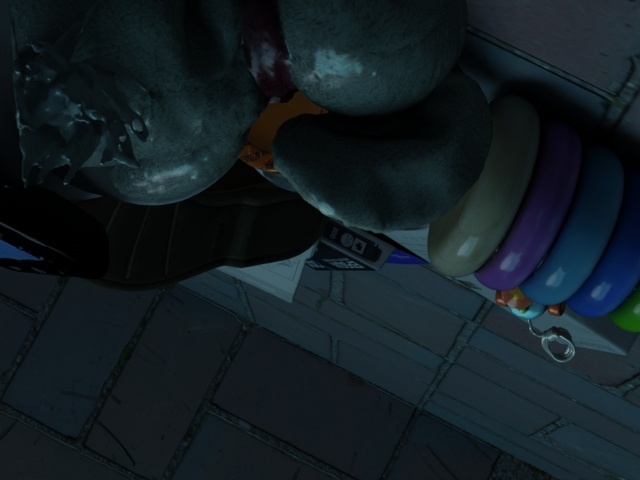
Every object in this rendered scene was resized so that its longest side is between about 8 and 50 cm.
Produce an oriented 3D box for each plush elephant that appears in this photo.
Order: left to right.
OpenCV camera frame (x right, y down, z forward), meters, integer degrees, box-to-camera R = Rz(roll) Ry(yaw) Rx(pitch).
[{"bbox_3d":[-0.038,-0.137,0.817,0.255,0.272,0.330,-6,-148,-9],"label":"plush elephant"}]

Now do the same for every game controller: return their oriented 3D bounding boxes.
[{"bbox_3d":[-0.263,-0.019,1.124,0.166,0.067,0.319,38,166,-20],"label":"game controller"}]

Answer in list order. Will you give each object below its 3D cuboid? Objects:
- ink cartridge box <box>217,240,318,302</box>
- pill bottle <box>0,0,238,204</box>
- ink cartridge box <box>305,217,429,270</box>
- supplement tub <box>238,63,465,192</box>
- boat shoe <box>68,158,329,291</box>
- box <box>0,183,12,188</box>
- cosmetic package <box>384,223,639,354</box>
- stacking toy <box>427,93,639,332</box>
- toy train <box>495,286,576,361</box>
[{"bbox_3d":[-0.135,-0.062,1.648,0.296,0.066,0.261,24,156,2],"label":"ink cartridge box"},{"bbox_3d":[-0.234,-0.155,1.198,0.392,0.224,0.224,18,166,47],"label":"pill bottle"},{"bbox_3d":[0.000,0.000,1.826,0.208,0.045,0.206,26,171,-18],"label":"ink cartridge box"},{"bbox_3d":[0.019,-0.087,1.019,0.117,0.117,0.190,22,-169,29],"label":"supplement tub"},{"bbox_3d":[-0.137,-0.029,1.347,0.307,0.110,0.104,1,-147,-45],"label":"boat shoe"},{"bbox_3d":[-0.242,-0.071,1.812,0.233,0.059,0.183,-12,150,29],"label":"box"},{"bbox_3d":[0.178,0.013,1.345,0.231,0.085,0.117,33,169,-19],"label":"cosmetic package"},{"bbox_3d":[0.252,0.015,1.104,0.330,0.141,0.141,22,171,-8],"label":"stacking toy"},{"bbox_3d":[0.210,0.029,1.217,0.125,0.166,0.046,47,-147,6],"label":"toy train"}]
